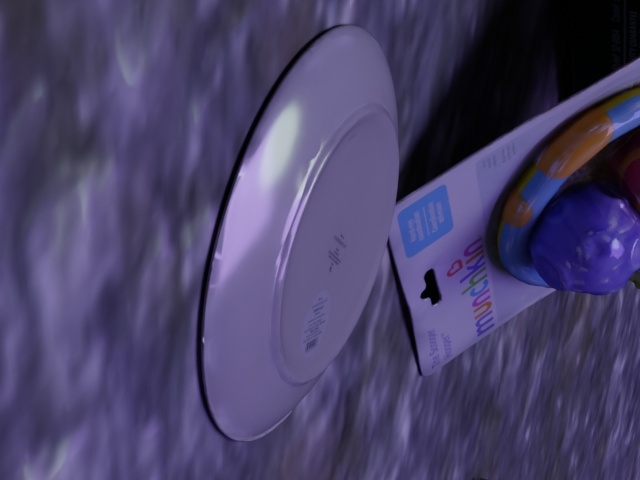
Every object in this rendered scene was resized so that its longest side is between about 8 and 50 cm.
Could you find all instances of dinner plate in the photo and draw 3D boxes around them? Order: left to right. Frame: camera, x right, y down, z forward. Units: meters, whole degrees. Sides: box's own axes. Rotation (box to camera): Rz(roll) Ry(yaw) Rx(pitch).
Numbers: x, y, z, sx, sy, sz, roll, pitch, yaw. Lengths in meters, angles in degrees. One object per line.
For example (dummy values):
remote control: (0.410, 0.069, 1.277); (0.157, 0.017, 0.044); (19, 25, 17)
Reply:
dinner plate: (0.000, 0.000, 0.585); (0.141, 0.017, 0.141); (-52, 152, -43)

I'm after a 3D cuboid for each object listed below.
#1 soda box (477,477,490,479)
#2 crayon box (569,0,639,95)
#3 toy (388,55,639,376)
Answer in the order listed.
soda box: (0.080, 0.217, 0.902); (0.058, 0.061, 0.181); (62, 48, -63)
crayon box: (0.216, -0.205, 0.871); (0.363, 0.106, 0.313); (76, 35, -57)
toy: (0.144, -0.024, 0.723); (0.237, 0.056, 0.137); (-34, 148, -11)
